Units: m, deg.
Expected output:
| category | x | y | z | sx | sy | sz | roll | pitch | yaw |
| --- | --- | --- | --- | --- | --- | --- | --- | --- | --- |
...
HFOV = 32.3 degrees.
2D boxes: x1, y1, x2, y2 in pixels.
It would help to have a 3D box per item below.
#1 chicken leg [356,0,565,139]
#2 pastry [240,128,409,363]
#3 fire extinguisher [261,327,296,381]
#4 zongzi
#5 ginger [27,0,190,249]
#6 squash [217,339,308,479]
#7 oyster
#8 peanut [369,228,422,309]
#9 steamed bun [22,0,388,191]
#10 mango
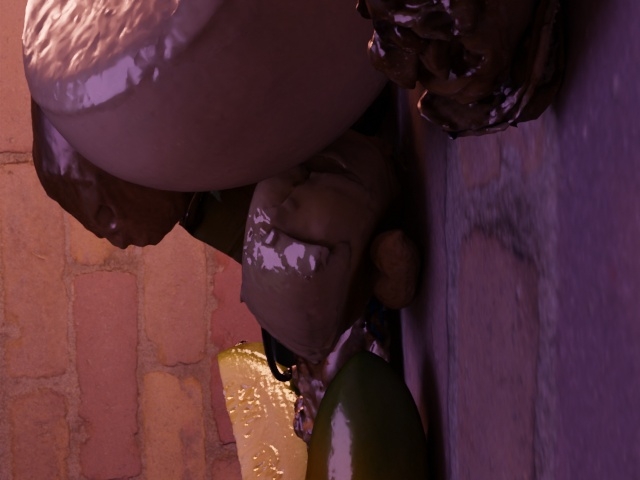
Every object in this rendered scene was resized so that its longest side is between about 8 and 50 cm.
| category | x | y | z | sx | sy | sz | roll | pitch | yaw |
| --- | --- | --- | --- | --- | --- | --- | --- | --- | --- |
| chicken leg | 0.058 | -0.101 | 0.447 | 0.196 | 0.081 | 0.125 | 78 | -162 | -76 |
| pastry | 0.000 | 0.000 | 0.770 | 0.166 | 0.088 | 0.165 | 19 | -90 | -75 |
| fire extinguisher | -0.024 | 0.074 | 1.250 | 0.118 | 0.093 | 0.294 | -52 | -22 | -35 |
| zongzi | 0.006 | -0.134 | 0.967 | 0.289 | 0.123 | 0.260 | -58 | 3 | -38 |
| ginger | -0.173 | -0.126 | 0.886 | 0.221 | 0.130 | 0.275 | 145 | 122 | -60 |
| squash | -0.053 | 0.234 | 1.298 | 0.203 | 0.111 | 0.288 | 54 | -164 | -7 |
| oyster | 0.020 | 0.125 | 0.907 | 0.214 | 0.083 | 0.222 | 90 | 169 | -47 |
| peanut | 0.050 | 0.018 | 0.738 | 0.083 | 0.037 | 0.037 | 80 | -177 | -52 |
| steamed bun | -0.046 | -0.154 | 0.695 | 0.283 | 0.177 | 0.283 | -28 | 46 | 34 |
| mango | 0.030 | 0.195 | 0.748 | 0.137 | 0.091 | 0.237 | -109 | 16 | -52 |
